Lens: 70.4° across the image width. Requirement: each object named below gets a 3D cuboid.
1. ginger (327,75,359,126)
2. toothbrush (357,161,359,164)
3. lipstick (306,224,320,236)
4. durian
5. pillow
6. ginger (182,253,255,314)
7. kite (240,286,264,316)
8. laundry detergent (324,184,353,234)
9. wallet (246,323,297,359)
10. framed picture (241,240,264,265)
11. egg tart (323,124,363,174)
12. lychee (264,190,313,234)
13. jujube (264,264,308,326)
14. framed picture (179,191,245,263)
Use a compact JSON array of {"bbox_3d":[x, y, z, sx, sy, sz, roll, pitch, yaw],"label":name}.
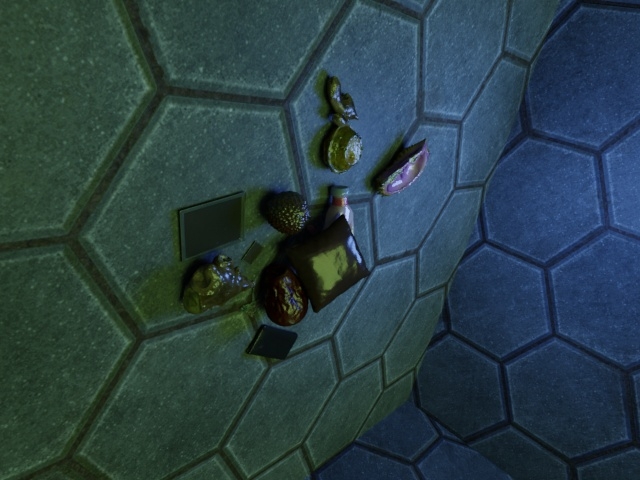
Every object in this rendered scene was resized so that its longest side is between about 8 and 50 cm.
[{"bbox_3d":[0.078,-0.514,1.674,0.133,0.059,0.214,-48,136,-31],"label":"ginger"},{"bbox_3d":[0.093,-0.327,1.860,0.016,0.019,0.220,-33,162,37],"label":"toothbrush"},{"bbox_3d":[0.000,0.000,1.965,0.053,0.054,0.234,-53,140,-10],"label":"lipstick"},{"bbox_3d":[0.378,-0.329,2.147,0.341,0.112,0.191,-45,153,-7],"label":"durian"},{"bbox_3d":[0.041,0.091,1.833,0.308,0.108,0.305,-32,112,-22],"label":"pillow"},{"bbox_3d":[-0.341,0.144,1.574,0.270,0.123,0.218,-18,132,-56],"label":"ginger"},{"bbox_3d":[-0.271,0.248,1.831,0.139,0.011,0.156,-27,135,-43],"label":"kite"},{"bbox_3d":[0.082,-0.065,1.926,0.159,0.088,0.334,-15,114,-40],"label":"laundry detergent"},{"bbox_3d":[-0.208,0.463,2.046,0.285,0.030,0.145,32,85,-54],"label":"wallet"},{"bbox_3d":[-0.253,0.049,1.709,0.089,0.007,0.066,-55,146,-6],"label":"framed picture"},{"bbox_3d":[0.098,-0.354,1.775,0.213,0.090,0.212,-29,129,-44],"label":"egg tart"},{"bbox_3d":[-0.107,-0.100,1.646,0.198,0.165,0.165,4,114,-23],"label":"lychee"},{"bbox_3d":[-0.144,0.221,1.831,0.190,0.190,0.255,-34,130,-32],"label":"jujube"},{"bbox_3d":[-0.354,-0.046,1.506,0.252,0.014,0.196,-23,131,-41],"label":"framed picture"}]
